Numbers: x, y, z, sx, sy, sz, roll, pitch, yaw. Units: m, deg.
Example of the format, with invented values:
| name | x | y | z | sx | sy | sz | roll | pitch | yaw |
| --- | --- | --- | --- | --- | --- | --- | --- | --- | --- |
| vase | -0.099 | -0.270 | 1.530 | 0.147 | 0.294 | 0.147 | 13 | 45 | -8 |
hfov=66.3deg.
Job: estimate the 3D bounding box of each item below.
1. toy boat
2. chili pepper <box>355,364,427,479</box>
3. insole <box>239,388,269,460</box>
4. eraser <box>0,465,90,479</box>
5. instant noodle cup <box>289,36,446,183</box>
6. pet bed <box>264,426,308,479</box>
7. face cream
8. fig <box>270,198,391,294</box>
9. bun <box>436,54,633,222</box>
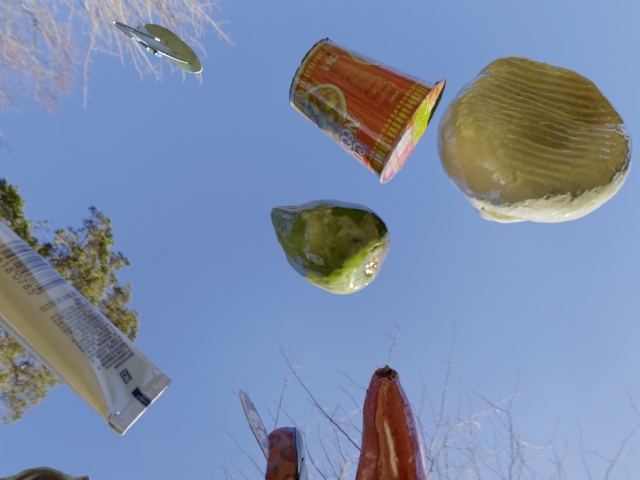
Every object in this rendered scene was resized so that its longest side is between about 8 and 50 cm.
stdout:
| name | x | y | z | sx | sy | sz | roll | pitch | yaw |
| --- | --- | --- | --- | --- | --- | --- | --- | --- | --- |
| toy boat | -0.207 | -0.262 | 0.659 | 0.105 | 0.149 | 0.034 | 34 | -78 | -13 |
| chili pepper | 0.056 | 0.192 | 0.416 | 0.064 | 0.088 | 0.169 | 21 | -115 | -43 |
| insole | -0.086 | 0.317 | 0.764 | 0.004 | 0.065 | 0.197 | -33 | -123 | 0 |
| eraser | -0.371 | 0.356 | 0.545 | 0.171 | 0.291 | 0.087 | 9 | -139 | -29 |
| instant noodle cup | 0.069 | -0.231 | 0.822 | 0.212 | 0.193 | 0.193 | 34 | -105 | 11 |
| pet bed | -0.037 | 0.333 | 0.607 | 0.053 | 0.201 | 0.202 | -4 | -104 | -5 |
| face cream | -0.232 | 0.056 | 0.410 | 0.243 | 0.092 | 0.058 | 43 | -78 | -1 |
| fig | 0.007 | 0.004 | 0.882 | 0.233 | 0.167 | 0.167 | 14 | -105 | 2 |
| bun | 0.401 | -0.173 | 0.966 | 0.364 | 0.219 | 0.366 | 0 | -120 | 0 |
